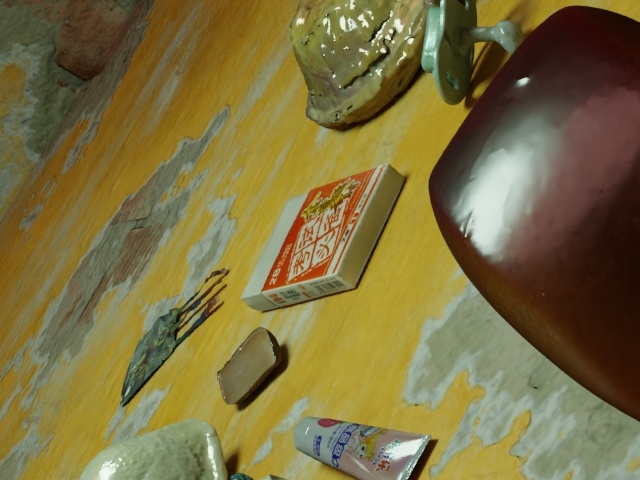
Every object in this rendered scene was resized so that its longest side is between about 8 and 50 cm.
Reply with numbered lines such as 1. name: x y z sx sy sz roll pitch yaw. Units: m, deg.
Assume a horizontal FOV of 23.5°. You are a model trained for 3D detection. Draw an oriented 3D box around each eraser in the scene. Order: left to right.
1. eraser: 0.000 0.000 1.851 0.230 0.038 0.157 -17 43 57

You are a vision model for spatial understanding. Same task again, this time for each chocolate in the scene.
1. chocolate: -0.078 0.152 1.802 0.101 0.031 0.064 -50 39 23

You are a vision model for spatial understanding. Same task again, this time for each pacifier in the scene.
1. pacifier: 0.179 -0.227 1.759 0.116 0.127 0.150 3 72 24

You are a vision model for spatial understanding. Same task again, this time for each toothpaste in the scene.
1. toothpaste: 0.036 0.202 1.473 0.067 0.043 0.194 -58 26 -16

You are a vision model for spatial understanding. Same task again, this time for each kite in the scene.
1. kite: -0.209 0.128 2.141 0.245 0.015 0.141 -43 26 31

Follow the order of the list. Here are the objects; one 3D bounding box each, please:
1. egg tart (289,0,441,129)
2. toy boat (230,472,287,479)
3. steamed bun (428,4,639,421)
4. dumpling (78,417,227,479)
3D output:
1. egg tart: 0.063 -0.316 2.049 0.352 0.150 0.352 -49 20 25
2. toy boat: -0.054 0.264 1.535 0.140 0.059 0.066 -130 58 -66
3. steamed bun: 0.219 -0.031 1.135 0.235 0.248 0.379 -51 22 13
4. dumpling: -0.190 0.302 1.696 0.215 0.166 0.126 -27 -34 -25
